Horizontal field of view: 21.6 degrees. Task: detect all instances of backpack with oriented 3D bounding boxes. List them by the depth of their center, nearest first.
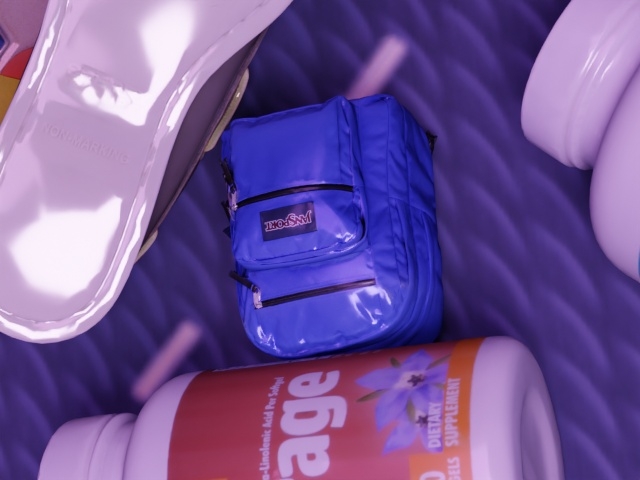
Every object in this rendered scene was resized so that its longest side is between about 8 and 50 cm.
[{"bbox_3d":[0.000,0.000,0.778,0.098,0.101,0.120,-13,74,24],"label":"backpack"}]

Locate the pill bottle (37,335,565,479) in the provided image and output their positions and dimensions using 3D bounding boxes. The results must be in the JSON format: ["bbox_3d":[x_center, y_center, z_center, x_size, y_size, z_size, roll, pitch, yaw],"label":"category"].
[{"bbox_3d":[-0.009,0.113,0.735,0.216,0.121,0.121,-9,72,18],"label":"pill bottle"}]

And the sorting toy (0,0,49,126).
[{"bbox_3d":[-0.146,-0.124,0.901,0.208,0.038,0.193,35,89,25],"label":"sorting toy"}]

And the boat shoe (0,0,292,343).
[{"bbox_3d":[-0.084,-0.096,0.813,0.109,0.091,0.305,27,89,-6],"label":"boat shoe"}]

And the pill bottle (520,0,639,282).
[{"bbox_3d":[0.213,-0.016,0.677,0.264,0.146,0.146,35,89,26],"label":"pill bottle"}]
